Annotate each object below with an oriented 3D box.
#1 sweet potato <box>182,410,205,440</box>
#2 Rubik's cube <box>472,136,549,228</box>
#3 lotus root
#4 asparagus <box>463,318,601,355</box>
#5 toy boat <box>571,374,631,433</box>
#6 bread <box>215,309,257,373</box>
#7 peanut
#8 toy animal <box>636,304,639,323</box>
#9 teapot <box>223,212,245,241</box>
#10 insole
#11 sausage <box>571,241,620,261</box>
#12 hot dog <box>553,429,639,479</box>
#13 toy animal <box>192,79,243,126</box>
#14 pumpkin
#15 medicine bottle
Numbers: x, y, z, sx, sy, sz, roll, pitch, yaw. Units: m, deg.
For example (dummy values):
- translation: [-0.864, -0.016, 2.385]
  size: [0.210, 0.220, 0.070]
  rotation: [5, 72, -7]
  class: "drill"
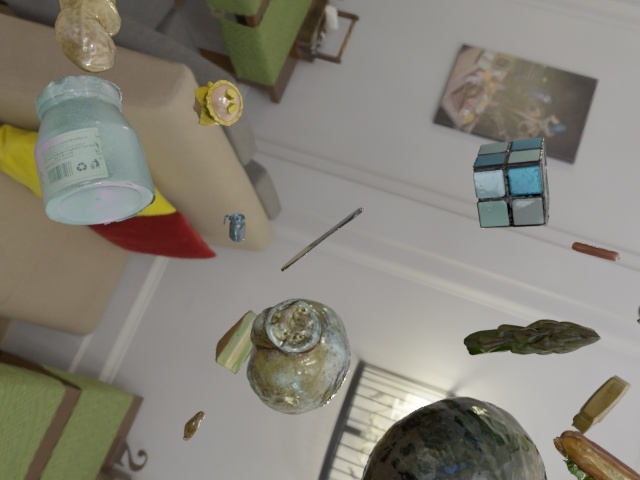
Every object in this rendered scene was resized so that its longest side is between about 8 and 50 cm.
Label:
- translation: [-0.233, 0.338, 1.028]
  size: [0.115, 0.026, 0.026]
  rotation: [-50, 158, -82]
  class: "sweet potato"
- translation: [0.495, -0.147, 1.429]
  size: [0.183, 0.167, 0.180]
  rotation: [-53, 134, -55]
  class: "Rubik's cube"
- translation: [-0.035, 0.198, 0.908]
  size: [0.349, 0.174, 0.175]
  rotation: [97, 14, -69]
  class: "lotus root"
- translation: [0.447, 0.208, 1.178]
  size: [0.080, 0.287, 0.080]
  rotation: [13, 71, -41]
  class: "asparagus"
- translation: [0.745, 0.437, 1.473]
  size: [0.200, 0.057, 0.077]
  rotation: [-36, 141, -19]
  class: "toy boat"
- translation: [-0.199, 0.259, 1.422]
  size: [0.139, 0.074, 0.084]
  rotation: [-45, -156, 14]
  class: "bread"
- translation: [-0.399, -0.376, 0.955]
  size: [0.085, 0.104, 0.228]
  rotation: [-46, -137, 45]
  class: "peanut"
- translation: [0.729, 0.086, 1.146]
  size: [0.138, 0.108, 0.237]
  rotation: [35, 68, -43]
  class: "toy animal"
- translation: [-0.253, -0.042, 1.658]
  size: [0.049, 0.063, 0.083]
  rotation: [-29, 139, -40]
  class: "teapot"
- translation: [0.000, 0.000, 1.575]
  size: [0.309, 0.012, 0.110]
  rotation: [-37, -175, 18]
  class: "insole"
- translation: [0.867, 0.035, 1.746]
  size: [0.030, 0.147, 0.035]
  rotation: [-47, 133, -24]
  class: "sausage"
- translation: [0.789, 0.646, 1.523]
  size: [0.100, 0.337, 0.135]
  rotation: [-57, 167, 9]
  class: "hot dog"
- translation: [-0.335, -0.449, 1.817]
  size: [0.156, 0.229, 0.156]
  rotation: [-8, 105, -32]
  class: "toy animal"
- translation: [0.304, 0.576, 1.244]
  size: [0.344, 0.454, 0.455]
  rotation: [45, -55, 55]
  class: "pumpkin"
- translation: [-0.540, -0.211, 1.307]
  size: [0.245, 0.244, 0.290]
  rotation: [63, 10, -75]
  class: "medicine bottle"
